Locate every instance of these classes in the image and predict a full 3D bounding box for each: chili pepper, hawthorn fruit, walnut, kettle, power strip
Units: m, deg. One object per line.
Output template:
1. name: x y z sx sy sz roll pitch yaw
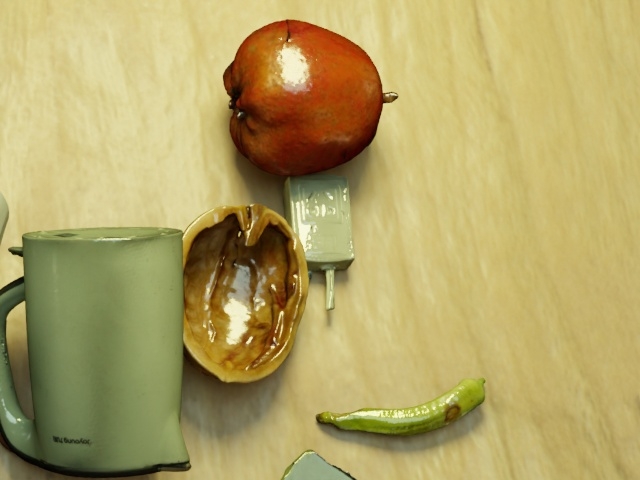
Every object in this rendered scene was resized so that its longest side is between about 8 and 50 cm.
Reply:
1. chili pepper: 0.101 0.196 1.710 0.208 0.043 0.049 -12 85 -16
2. hawthorn fruit: -0.007 -0.163 1.753 0.202 0.185 0.185 1 69 -15
3. walnut: -0.106 0.063 1.686 0.167 0.087 0.211 24 66 -25
4. kettle: -0.247 0.114 1.577 0.240 0.165 0.255 1 97 20
5. power strip: 0.000 0.000 1.763 0.075 0.042 0.175 -1 69 -15

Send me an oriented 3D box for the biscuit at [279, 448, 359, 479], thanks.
1. biscuit: 0.086 0.353 1.646 0.322 0.038 0.099 37 69 2

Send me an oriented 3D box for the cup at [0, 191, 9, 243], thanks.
1. cup: -0.469 0.090 1.507 0.253 0.253 0.371 22 64 -4
